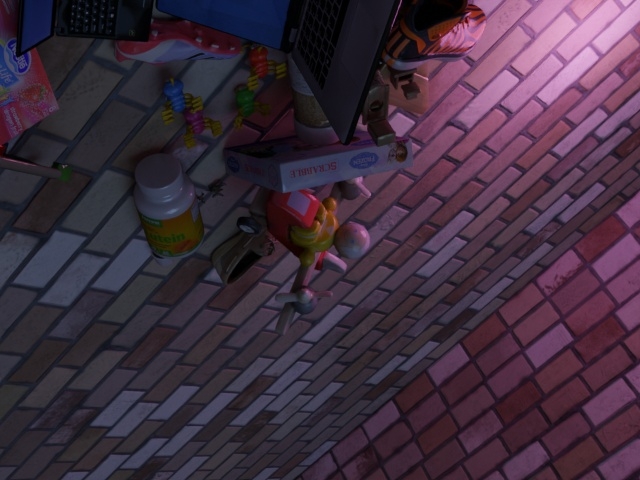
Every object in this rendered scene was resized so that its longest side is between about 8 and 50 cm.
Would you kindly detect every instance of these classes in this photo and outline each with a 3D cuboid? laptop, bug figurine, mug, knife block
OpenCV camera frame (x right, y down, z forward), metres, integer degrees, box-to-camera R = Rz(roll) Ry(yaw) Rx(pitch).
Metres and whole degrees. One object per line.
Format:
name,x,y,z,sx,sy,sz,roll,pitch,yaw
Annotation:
laptop,-0.082,-0.416,1.343,0.236,0.408,0.382,-10,144,-24
laptop,-0.361,-0.419,1.327,0.264,0.136,0.234,-5,123,-34
bug figurine,-0.210,-0.302,1.728,0.279,0.072,0.216,-25,154,-17
mug,-0.382,0.031,2.064,0.078,0.062,0.064,-16,154,-11
knife block,0.121,-0.369,1.889,0.242,0.088,0.276,-24,147,-7

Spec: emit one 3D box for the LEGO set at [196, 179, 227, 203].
LEGO set,-0.260,-0.121,1.992,0.083,0.023,0.054,-18,146,6

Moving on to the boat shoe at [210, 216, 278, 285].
boat shoe,-0.154,0.001,2.168,0.302,0.098,0.109,-39,147,13

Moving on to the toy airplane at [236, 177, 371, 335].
toy airplane,0.000,0.000,2.019,0.384,0.272,0.386,-32,128,-55

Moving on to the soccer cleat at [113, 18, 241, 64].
soccer cleat,-0.272,-0.374,1.584,0.248,0.083,0.095,-4,155,-34

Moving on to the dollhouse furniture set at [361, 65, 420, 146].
dollhouse furniture set,0.157,-0.312,1.745,0.161,0.182,0.101,-18,143,-13

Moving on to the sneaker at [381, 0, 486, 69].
sneaker,0.281,-0.468,1.764,0.321,0.124,0.180,-31,173,-36

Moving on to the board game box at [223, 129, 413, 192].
board game box,-0.012,-0.186,1.848,0.318,0.318,0.066,-14,108,-25

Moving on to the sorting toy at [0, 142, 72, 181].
sorting toy,-0.597,-0.163,1.505,0.347,0.196,0.047,10,96,-67

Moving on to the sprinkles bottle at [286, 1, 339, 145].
sprinkles bottle,-0.010,-0.367,1.695,0.121,0.121,0.355,-21,136,-15

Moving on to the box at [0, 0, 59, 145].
box,-0.556,-0.312,1.334,0.154,0.142,0.300,-39,152,-24

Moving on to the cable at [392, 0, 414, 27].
cable,0.234,-0.579,1.747,0.287,0.072,0.139,-41,136,-7

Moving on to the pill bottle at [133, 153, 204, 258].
pill bottle,-0.344,-0.078,1.869,0.136,0.136,0.246,-22,147,-13
